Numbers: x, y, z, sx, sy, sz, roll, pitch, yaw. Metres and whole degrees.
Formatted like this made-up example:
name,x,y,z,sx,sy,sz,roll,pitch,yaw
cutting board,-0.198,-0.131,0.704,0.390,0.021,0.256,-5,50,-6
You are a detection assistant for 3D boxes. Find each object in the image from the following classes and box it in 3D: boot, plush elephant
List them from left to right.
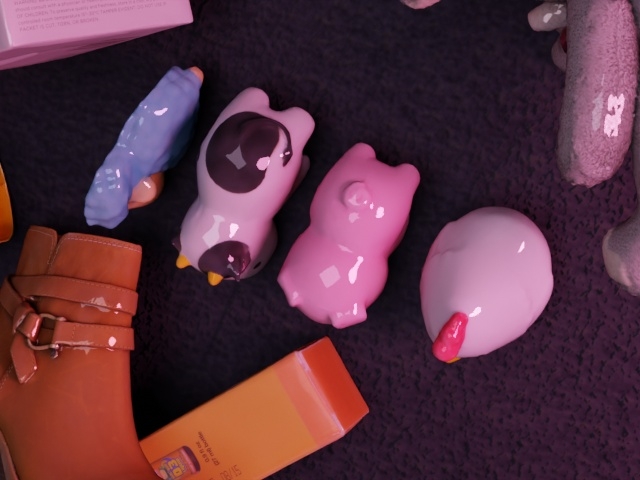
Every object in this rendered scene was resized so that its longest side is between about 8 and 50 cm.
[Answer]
name,x,y,z,sx,sy,sz,roll,pitch,yaw
boot,-0.171,0.111,1.197,0.283,0.109,0.220,14,79,41
plush elephant,0.206,-0.169,1.017,0.272,0.255,0.330,-35,127,-18

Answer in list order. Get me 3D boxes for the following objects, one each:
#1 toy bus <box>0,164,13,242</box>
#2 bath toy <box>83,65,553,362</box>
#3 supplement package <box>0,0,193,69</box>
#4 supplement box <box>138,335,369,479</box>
name,x,y,z,sx,sy,sz,roll,pitch,yaw
toy bus,-0.394,-0.029,1.232,0.211,0.220,0.149,-17,91,25
bath toy,0.000,0.000,1.156,0.348,0.129,0.151,23,139,13
supplement package,-0.239,-0.280,1.133,0.177,0.175,0.293,-6,98,45
supplement box,-0.081,0.166,1.235,0.233,0.080,0.078,-30,88,18
